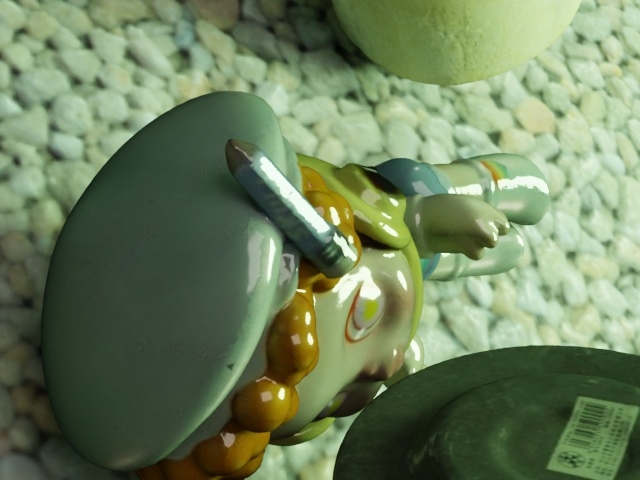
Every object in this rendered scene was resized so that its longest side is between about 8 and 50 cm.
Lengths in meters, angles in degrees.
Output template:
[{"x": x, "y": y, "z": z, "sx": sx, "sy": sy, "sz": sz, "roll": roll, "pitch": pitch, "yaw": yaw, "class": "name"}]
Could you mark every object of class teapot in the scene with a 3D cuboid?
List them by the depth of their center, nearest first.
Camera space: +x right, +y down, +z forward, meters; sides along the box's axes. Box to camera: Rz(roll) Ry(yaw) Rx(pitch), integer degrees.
[{"x": 0.160, "y": 0.218, "z": 0.623, "sx": 0.239, "sy": 0.322, "sz": 0.239, "roll": -27, "pitch": 124, "yaw": -37, "class": "teapot"}]

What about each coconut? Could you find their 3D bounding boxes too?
[{"x": 0.099, "y": -0.224, "z": 0.898, "sx": 0.202, "sy": 0.222, "sz": 0.202, "roll": -6, "pitch": 65, "yaw": 13, "class": "coconut"}]

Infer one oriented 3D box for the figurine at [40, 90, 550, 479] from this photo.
[{"x": -0.011, "y": 0.023, "z": 0.750, "sx": 0.205, "sy": 0.224, "sz": 0.382, "roll": 44, "pitch": 24, "yaw": 25, "class": "figurine"}]
